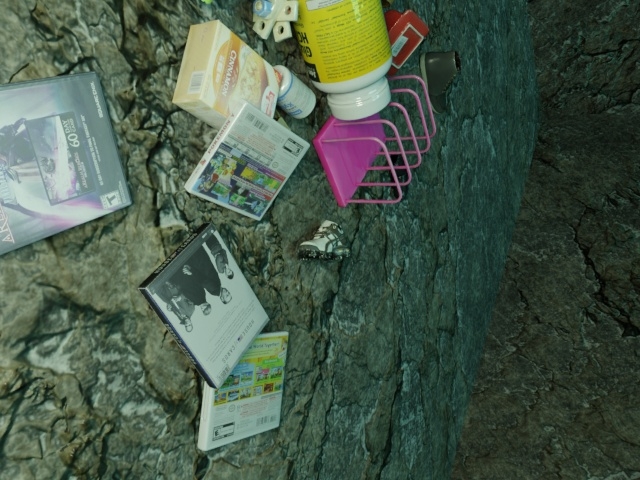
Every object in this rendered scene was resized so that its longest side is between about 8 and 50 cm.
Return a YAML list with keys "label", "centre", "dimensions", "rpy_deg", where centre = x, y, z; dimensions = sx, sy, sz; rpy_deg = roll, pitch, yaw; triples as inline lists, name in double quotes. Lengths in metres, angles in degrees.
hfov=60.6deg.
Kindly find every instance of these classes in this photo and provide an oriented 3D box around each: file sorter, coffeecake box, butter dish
- label: "file sorter"
  centre: [0.150, -0.250, 1.349]
  dimensions: [0.291, 0.182, 0.202]
  rpy_deg: [-58, 138, -36]
- label: "coffeecake box"
  centre: [-0.158, -0.271, 0.970]
  dimensions: [0.185, 0.068, 0.142]
  rpy_deg: [25, 73, -56]
- label: "butter dish"
  centre: [0.180, -0.536, 1.433]
  dimensions: [0.160, 0.118, 0.160]
  rpy_deg: [-49, 157, 21]

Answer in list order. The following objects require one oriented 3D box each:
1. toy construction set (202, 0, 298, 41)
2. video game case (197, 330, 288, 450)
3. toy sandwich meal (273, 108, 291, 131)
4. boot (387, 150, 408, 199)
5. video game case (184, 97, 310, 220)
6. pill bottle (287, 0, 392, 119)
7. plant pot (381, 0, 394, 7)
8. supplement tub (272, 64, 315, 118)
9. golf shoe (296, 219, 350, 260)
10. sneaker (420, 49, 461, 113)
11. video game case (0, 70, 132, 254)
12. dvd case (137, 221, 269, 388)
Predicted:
- label: "toy construction set"
  centre: [-0.128, -0.465, 0.911]
  dimensions: [0.215, 0.151, 0.327]
  rpy_deg: [65, 21, 8]
- label: "video game case"
  centre: [-0.148, 0.290, 1.097]
  dimensions: [0.227, 0.026, 0.206]
  rpy_deg: [9, 87, -57]
- label: "toy sandwich meal"
  centre: [-0.094, -0.232, 1.111]
  dimensions: [0.085, 0.029, 0.086]
  rpy_deg: [-11, 103, -57]
- label: "boot"
  centre: [0.226, -0.193, 1.603]
  dimensions: [0.099, 0.045, 0.121]
  rpy_deg: [50, 46, -51]
- label: "video game case"
  centre: [-0.127, -0.139, 1.002]
  dimensions: [0.183, 0.023, 0.201]
  rpy_deg: [-55, 147, 8]
- label: "pill bottle"
  centre: [0.045, -0.435, 1.154]
  dimensions: [0.188, 0.188, 0.334]
  rpy_deg: [-55, 138, -38]
- label: "plant pot"
  centre: [0.147, -0.691, 1.278]
  dimensions: [0.237, 0.237, 0.254]
  rpy_deg: [1, 106, -57]
- label: "supplement tub"
  centre: [-0.065, -0.299, 1.110]
  dimensions: [0.107, 0.071, 0.071]
  rpy_deg: [26, 72, -55]
- label: "golf shoe"
  centre: [0.000, 0.000, 1.260]
  dimensions: [0.198, 0.077, 0.094]
  rpy_deg: [3, 81, -64]
- label: "sneaker"
  centre: [0.403, -0.506, 1.771]
  dimensions: [0.083, 0.118, 0.222]
  rpy_deg: [-62, 141, -32]
- label: "video game case"
  centre: [-0.376, -0.097, 0.693]
  dimensions: [0.274, 0.026, 0.196]
  rpy_deg: [-35, 122, -51]
- label: "dvd case"
  centre: [-0.194, 0.115, 0.972]
  dimensions: [0.179, 0.029, 0.239]
  rpy_deg: [-53, 128, -41]
